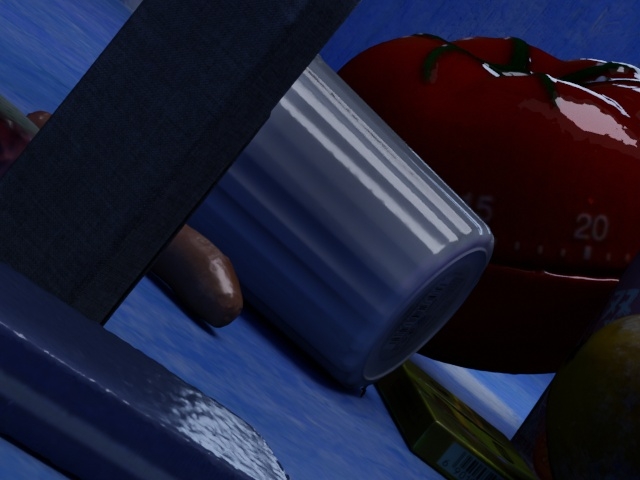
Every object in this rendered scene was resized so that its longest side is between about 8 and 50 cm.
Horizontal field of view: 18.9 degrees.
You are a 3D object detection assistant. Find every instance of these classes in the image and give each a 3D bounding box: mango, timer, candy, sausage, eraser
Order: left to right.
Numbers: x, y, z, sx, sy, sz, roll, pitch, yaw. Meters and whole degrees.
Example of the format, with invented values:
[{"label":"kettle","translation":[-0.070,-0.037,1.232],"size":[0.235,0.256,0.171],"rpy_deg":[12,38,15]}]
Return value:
[{"label":"candy","translation":[-0.193,-0.066,1.030],"size":[0.103,0.043,0.103],"rpy_deg":[38,5,-4]},{"label":"eraser","translation":[-0.104,0.045,0.702],"size":[0.225,0.036,0.082],"rpy_deg":[36,5,-29]},{"label":"sausage","translation":[-0.114,-0.014,1.165],"size":[0.186,0.043,0.043],"rpy_deg":[41,5,17]},{"label":"timer","translation":[0.166,-0.037,1.734],"size":[0.378,0.279,0.378],"rpy_deg":[8,15,-2]},{"label":"mango","translation":[0.265,0.188,1.308],"size":[0.192,0.146,0.316],"rpy_deg":[-6,-56,50]}]

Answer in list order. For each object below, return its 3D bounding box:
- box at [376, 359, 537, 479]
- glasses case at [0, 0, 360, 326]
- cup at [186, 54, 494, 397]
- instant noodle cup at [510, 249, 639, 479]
[{"label":"box","translation":[0.102,0.145,1.382],"size":[0.121,0.030,0.193],"rpy_deg":[39,6,-13]},{"label":"glasses case","translation":[-0.070,-0.050,0.832],"size":[0.071,0.205,0.047],"rpy_deg":[41,4,26]},{"label":"cup","translation":[0.009,-0.012,1.351],"size":[0.202,0.167,0.221],"rpy_deg":[44,8,17]},{"label":"instant noodle cup","translation":[0.278,0.145,1.496],"size":[0.243,0.231,0.243],"rpy_deg":[39,4,-3]}]
